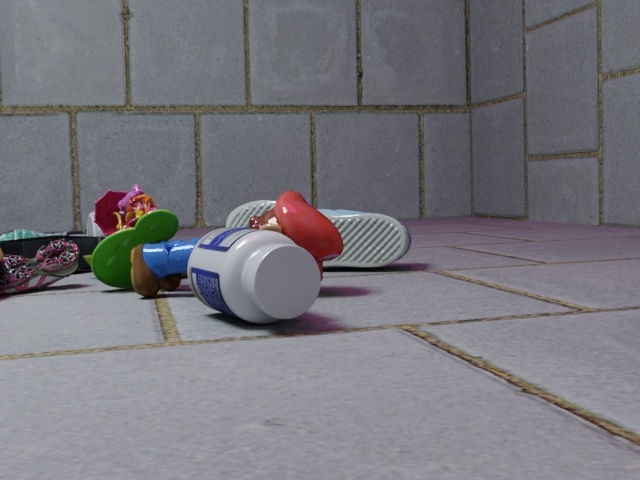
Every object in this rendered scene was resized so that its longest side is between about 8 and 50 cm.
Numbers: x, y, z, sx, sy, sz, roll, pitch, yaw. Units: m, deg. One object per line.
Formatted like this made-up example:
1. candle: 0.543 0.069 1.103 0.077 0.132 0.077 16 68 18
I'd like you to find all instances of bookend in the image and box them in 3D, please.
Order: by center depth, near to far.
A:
1. bookend: -0.547 0.032 1.577 0.157 0.072 0.156 1 6 31

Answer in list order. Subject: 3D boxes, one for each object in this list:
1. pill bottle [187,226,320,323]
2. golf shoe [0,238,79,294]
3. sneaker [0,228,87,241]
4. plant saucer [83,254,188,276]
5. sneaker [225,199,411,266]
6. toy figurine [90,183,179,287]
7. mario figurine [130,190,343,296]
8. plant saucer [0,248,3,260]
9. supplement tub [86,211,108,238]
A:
1. pill bottle: -0.080 0.042 0.939 0.112 0.112 0.186 -4 5 -28
2. golf shoe: -0.498 0.062 1.309 0.186 0.067 0.086 -17 -30 -33
3. sneaker: -0.684 0.025 1.890 0.223 0.083 0.098 1 -19 -33
4. plant saucer: -0.318 0.046 1.471 0.188 0.045 0.188 2 6 42
5. sneaker: 0.000 0.000 1.525 0.365 0.135 0.150 8 -1 16
6. toy figurine: -0.323 -0.035 1.310 0.130 0.173 0.159 23 27 -43
7. mario figurine: -0.118 0.044 1.177 0.320 0.170 0.198 -11 37 16
8. plant saucer: -0.598 0.045 1.208 0.200 0.037 0.200 -16 17 5
9. supplement tub: -0.491 -0.020 1.981 0.190 0.117 0.117 -5 5 -27
